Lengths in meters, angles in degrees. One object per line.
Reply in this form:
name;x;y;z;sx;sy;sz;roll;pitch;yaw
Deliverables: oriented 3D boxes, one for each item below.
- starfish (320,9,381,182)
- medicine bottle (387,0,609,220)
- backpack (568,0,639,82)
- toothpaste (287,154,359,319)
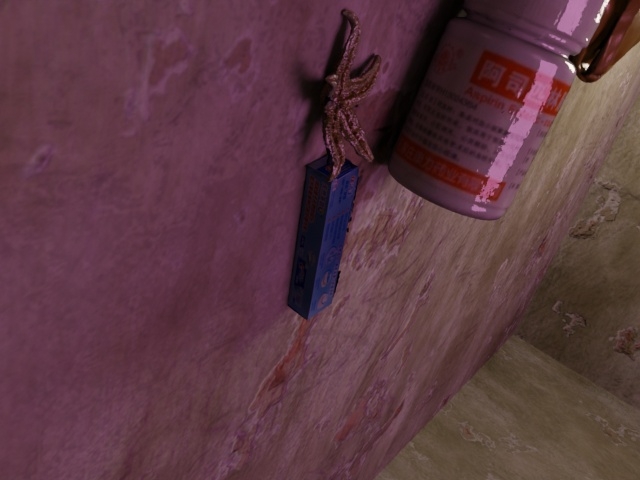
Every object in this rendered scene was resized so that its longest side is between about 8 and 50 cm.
starfish;0.040;-0.184;0.813;0.176;0.053;0.208;-51;150;-37
medicine bottle;0.264;-0.235;0.978;0.211;0.211;0.371;-12;130;-57
backpack;0.562;-0.504;1.221;0.353;0.201;0.378;-40;152;-30
toothpaste;0.000;0.000;0.957;0.066;0.053;0.272;-30;144;-38
